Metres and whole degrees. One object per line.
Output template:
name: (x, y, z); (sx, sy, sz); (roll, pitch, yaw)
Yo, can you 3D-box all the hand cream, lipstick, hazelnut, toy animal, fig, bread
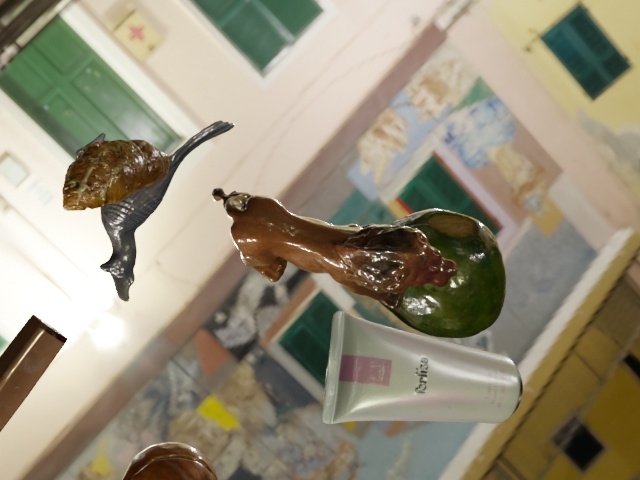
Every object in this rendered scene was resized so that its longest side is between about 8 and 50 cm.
hand cream: (0.172, 0.233, 1.865); (0.118, 0.359, 0.185); (-7, -106, 64)
lipstick: (-0.365, 0.161, 1.311); (0.045, 0.045, 0.145); (24, -104, 49)
hazelnut: (-0.226, 0.393, 1.638); (0.182, 0.182, 0.182); (-41, -164, 14)
toy animal: (0.000, 0.000, 1.218); (0.157, 0.312, 0.097); (64, 42, -74)
fig: (0.143, 0.044, 1.576); (0.195, 0.245, 0.195); (-176, -90, -85)
toy animal: (-0.313, -0.099, 1.833); (0.367, 0.206, 0.081); (-56, 173, 18)
bread: (-0.300, -0.107, 1.603); (0.105, 0.076, 0.233); (13, -157, 24)
